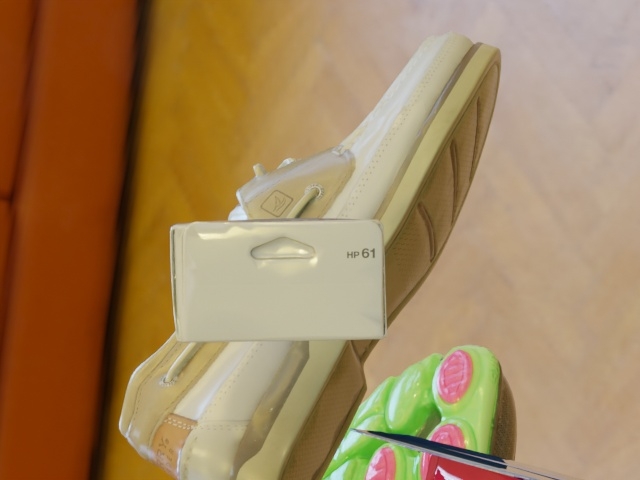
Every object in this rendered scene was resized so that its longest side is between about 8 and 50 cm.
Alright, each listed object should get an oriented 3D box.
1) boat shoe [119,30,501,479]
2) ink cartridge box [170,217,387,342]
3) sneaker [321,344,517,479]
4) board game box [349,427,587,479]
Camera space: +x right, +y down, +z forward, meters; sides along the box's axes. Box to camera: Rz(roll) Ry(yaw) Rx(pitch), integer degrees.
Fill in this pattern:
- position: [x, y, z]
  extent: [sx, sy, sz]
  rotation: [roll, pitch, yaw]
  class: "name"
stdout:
- position: [0.000, 0.000, 1.025]
  extent: [0.103, 0.113, 0.302]
  rotation: [21, 61, 18]
  class: "boat shoe"
- position: [-0.021, 0.016, 0.842]
  extent: [0.122, 0.088, 0.052]
  rotation: [174, 95, -86]
  class: "ink cartridge box"
- position: [0.101, 0.320, 1.451]
  extent: [0.185, 0.202, 0.483]
  rotation: [-12, 70, 42]
  class: "sneaker"
- position: [0.084, 0.113, 0.818]
  extent: [0.133, 0.168, 0.033]
  rotation: [14, 87, 16]
  class: "board game box"
